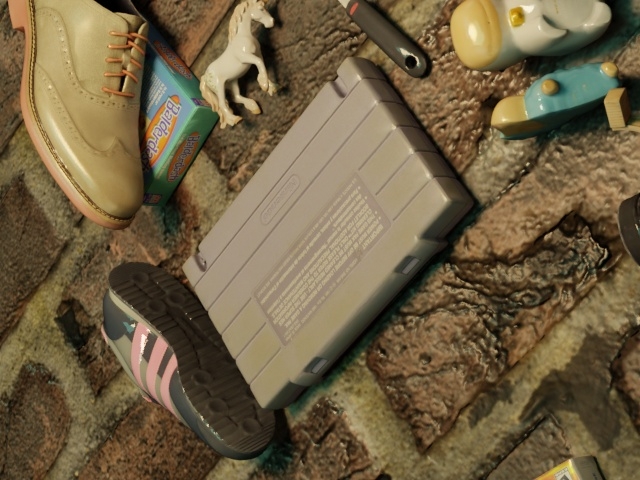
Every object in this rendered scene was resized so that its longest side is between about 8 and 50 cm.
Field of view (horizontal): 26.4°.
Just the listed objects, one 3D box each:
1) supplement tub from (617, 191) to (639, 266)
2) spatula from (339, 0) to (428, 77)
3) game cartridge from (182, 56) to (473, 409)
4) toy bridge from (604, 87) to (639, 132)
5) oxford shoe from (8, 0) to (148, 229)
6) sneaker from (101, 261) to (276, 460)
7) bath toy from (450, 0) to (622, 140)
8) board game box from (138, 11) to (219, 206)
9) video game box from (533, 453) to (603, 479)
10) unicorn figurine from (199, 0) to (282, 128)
[{"bbox_3d":[0.358,-0.037,1.178,0.198,0.106,0.106,-25,72,40],"label":"supplement tub"},{"bbox_3d":[0.027,-0.278,1.535,0.296,0.030,0.084,52,121,30],"label":"spatula"},{"bbox_3d":[0.000,0.000,1.532,0.355,0.068,0.230,-49,62,29],"label":"game cartridge"},{"bbox_3d":[0.352,-0.112,1.217,0.188,0.026,0.063,-2,124,29],"label":"toy bridge"},{"bbox_3d":[-0.278,-0.209,1.675,0.146,0.140,0.397,-27,72,30],"label":"oxford shoe"},{"bbox_3d":[-0.164,0.168,1.657,0.319,0.112,0.131,50,136,35],"label":"sneaker"},{"bbox_3d":[0.188,-0.280,1.335,0.129,0.151,0.348,110,151,-80],"label":"bath toy"},{"bbox_3d":[-0.229,-0.171,1.750,0.210,0.047,0.160,52,120,31],"label":"board game box"},{"bbox_3d":[0.219,0.337,1.328,0.205,0.048,0.187,-40,66,34],"label":"video game box"},{"bbox_3d":[-0.091,-0.212,1.615,0.162,0.060,0.111,-37,77,23],"label":"unicorn figurine"}]
